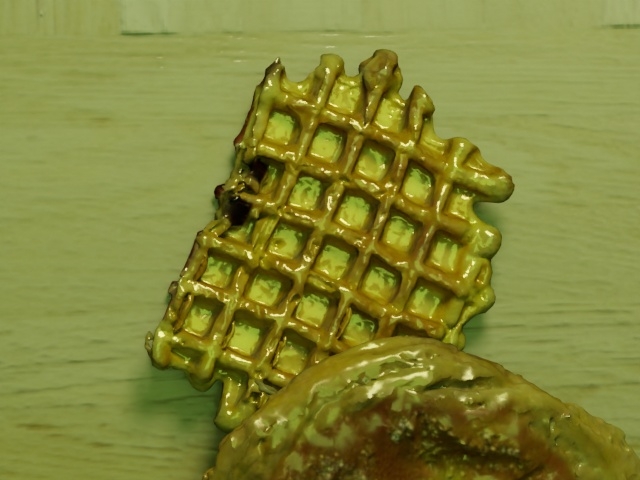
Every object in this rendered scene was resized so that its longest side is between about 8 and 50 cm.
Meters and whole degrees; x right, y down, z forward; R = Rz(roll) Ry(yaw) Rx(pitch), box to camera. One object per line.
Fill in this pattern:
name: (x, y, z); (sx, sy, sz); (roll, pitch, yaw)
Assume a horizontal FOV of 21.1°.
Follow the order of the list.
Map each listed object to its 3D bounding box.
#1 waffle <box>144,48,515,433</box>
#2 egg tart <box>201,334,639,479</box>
waffle: (0.000, 0.001, 1.314); (0.309, 0.065, 0.283); (-23, 92, -10)
egg tart: (0.060, 0.224, 1.255); (0.351, 0.153, 0.339); (-41, 100, -2)
